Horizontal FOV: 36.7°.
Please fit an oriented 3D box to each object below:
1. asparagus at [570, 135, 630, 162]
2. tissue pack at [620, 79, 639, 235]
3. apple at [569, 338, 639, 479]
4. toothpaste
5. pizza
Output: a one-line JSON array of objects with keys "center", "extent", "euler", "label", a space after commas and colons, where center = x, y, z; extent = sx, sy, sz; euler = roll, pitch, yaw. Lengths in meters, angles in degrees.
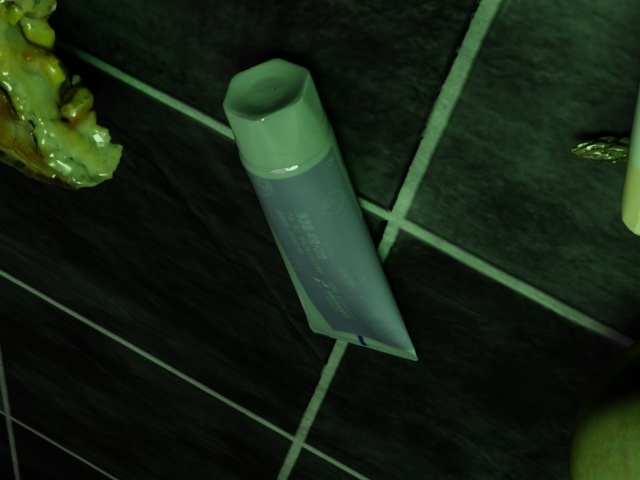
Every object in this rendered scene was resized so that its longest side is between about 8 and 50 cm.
[{"center": [0.284, -0.059, 0.648], "extent": [0.233, 0.022, 0.023], "euler": [4, 179, 31], "label": "asparagus"}, {"center": [0.275, -0.090, 0.544], "extent": [0.186, 0.090, 0.222], "euler": [14, 134, 20], "label": "tissue pack"}, {"center": [0.314, 0.179, 0.708], "extent": [0.257, 0.257, 0.234], "euler": [-27, 98, 50], "label": "apple"}, {"center": [0.000, 0.000, 0.891], "extent": [0.125, 0.080, 0.371], "euler": [11, 143, 27], "label": "toothpaste"}, {"center": [-0.338, -0.260, 0.803], "extent": [0.440, 0.130, 0.406], "euler": [31, 145, 21], "label": "pizza"}]
